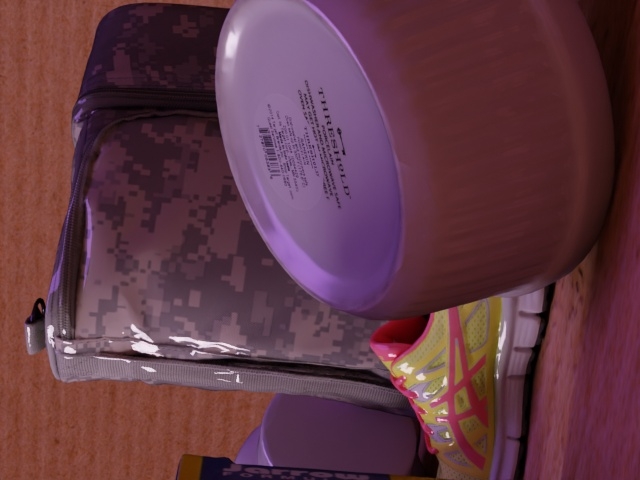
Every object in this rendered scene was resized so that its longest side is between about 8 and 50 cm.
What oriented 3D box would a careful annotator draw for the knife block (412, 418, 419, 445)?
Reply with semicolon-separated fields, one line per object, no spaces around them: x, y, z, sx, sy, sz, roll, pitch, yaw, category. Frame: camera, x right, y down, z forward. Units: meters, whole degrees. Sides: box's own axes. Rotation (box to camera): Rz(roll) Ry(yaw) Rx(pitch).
0.032;0.264;1.710;0.276;0.088;0.242;-139;53;-87;knife block

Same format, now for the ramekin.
0.036;-0.058;0.862;0.207;0.109;0.207;39;141;43;ramekin

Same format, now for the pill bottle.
0.003;0.243;1.499;0.301;0.169;0.169;98;176;-53;pill bottle

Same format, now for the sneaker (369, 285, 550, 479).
0.073;0.075;1.020;0.081;0.094;0.208;-94;7;-64;sneaker

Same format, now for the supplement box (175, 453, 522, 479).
0.011;0.301;0.822;0.195;0.194;0.356;-102;16;-81;supplement box

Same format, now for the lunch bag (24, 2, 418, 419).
-0.026;-0.003;1.186;0.212;0.305;0.256;94;-177;-52;lunch bag
